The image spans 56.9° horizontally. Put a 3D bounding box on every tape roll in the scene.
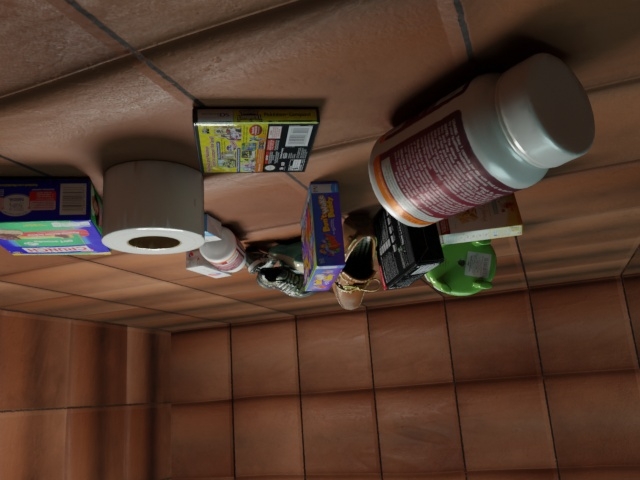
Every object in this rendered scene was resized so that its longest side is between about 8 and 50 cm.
[{"bbox_3d":[-0.408,-0.074,1.452,0.246,0.169,0.246,-3,165,-1],"label":"tape roll"}]

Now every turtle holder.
[{"bbox_3d":[0.466,0.090,2.154,0.320,0.243,0.227,-21,180,0],"label":"turtle holder"}]

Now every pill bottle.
[{"bbox_3d":[-0.319,0.036,1.974,0.121,0.121,0.221,-5,165,3],"label":"pill bottle"},{"bbox_3d":[0.295,-0.180,1.138,0.224,0.224,0.392,6,162,-33],"label":"pill bottle"}]

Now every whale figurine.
[{"bbox_3d":[-0.043,0.043,2.109,0.272,0.141,0.216,15,-171,17],"label":"whale figurine"}]

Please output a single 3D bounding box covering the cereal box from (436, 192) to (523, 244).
[{"bbox_3d":[0.442,-0.072,1.695,0.240,0.173,0.047,-8,132,10],"label":"cereal box"}]

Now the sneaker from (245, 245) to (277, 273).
[{"bbox_3d":[-0.231,0.065,2.193,0.078,0.106,0.234,-45,169,11],"label":"sneaker"}]

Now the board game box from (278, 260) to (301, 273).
[{"bbox_3d":[-0.064,0.079,2.218,0.186,0.126,0.026,1,126,-18],"label":"board game box"}]

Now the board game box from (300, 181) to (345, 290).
[{"bbox_3d":[0.000,0.000,1.711,0.078,0.233,0.347,-3,164,-7],"label":"board game box"}]

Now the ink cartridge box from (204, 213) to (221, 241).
[{"bbox_3d":[-0.409,-0.029,1.823,0.180,0.060,0.104,-8,165,14],"label":"ink cartridge box"}]

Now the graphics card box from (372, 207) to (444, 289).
[{"bbox_3d":[0.251,0.001,1.779,0.094,0.232,0.371,-8,165,-9],"label":"graphics card box"}]

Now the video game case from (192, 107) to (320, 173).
[{"bbox_3d":[-0.142,-0.209,1.278,0.248,0.035,0.275,-2,166,-9],"label":"video game case"}]

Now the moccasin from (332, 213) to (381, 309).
[{"bbox_3d":[0.122,0.096,1.947,0.139,0.147,0.380,-1,131,-17],"label":"moccasin"}]

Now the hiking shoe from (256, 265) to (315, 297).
[{"bbox_3d":[-0.117,0.143,2.083,0.227,0.086,0.114,8,160,0],"label":"hiking shoe"}]

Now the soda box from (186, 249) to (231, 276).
[{"bbox_3d":[-0.423,0.090,2.248,0.074,0.069,0.216,-9,165,20],"label":"soda box"}]

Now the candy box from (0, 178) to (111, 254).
[{"bbox_3d":[-0.708,-0.052,1.540,0.268,0.122,0.317,-2,166,-11],"label":"candy box"}]
